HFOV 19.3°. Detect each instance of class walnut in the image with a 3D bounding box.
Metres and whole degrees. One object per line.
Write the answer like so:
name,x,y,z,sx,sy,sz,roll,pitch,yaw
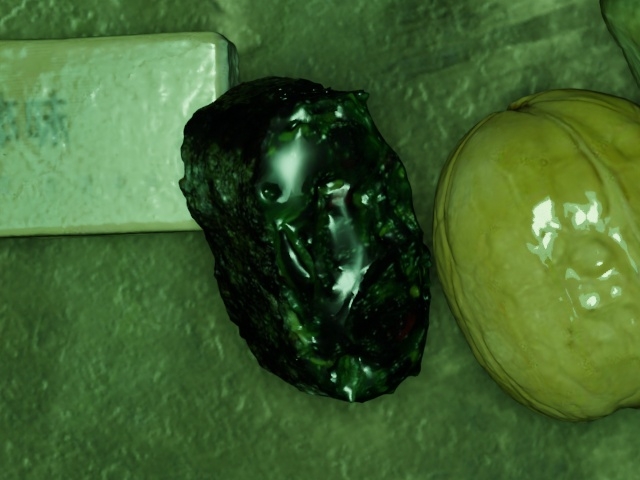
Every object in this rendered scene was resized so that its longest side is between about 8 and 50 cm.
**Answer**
walnut,0.174,0.010,1.268,0.193,0.193,0.226,-17,90,4

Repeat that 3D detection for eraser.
eraser,-0.228,-0.070,1.341,0.343,0.078,0.144,-3,90,4

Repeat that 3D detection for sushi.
sushi,0.000,0.000,1.266,0.124,0.127,0.225,-30,118,-28

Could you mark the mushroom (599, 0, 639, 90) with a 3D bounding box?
mushroom,0.262,-0.149,1.135,0.164,0.189,0.267,14,125,-18
